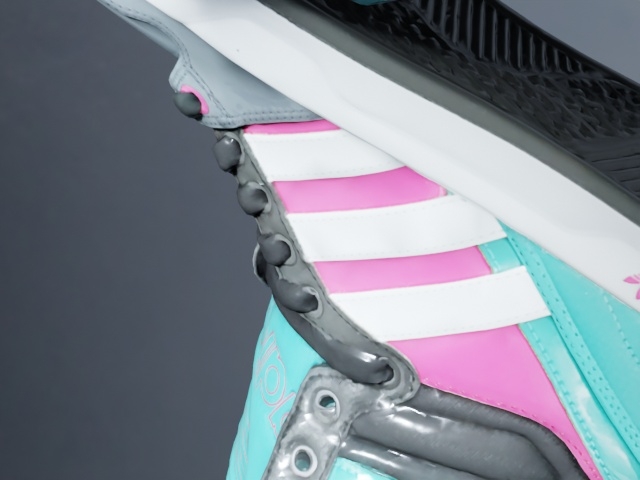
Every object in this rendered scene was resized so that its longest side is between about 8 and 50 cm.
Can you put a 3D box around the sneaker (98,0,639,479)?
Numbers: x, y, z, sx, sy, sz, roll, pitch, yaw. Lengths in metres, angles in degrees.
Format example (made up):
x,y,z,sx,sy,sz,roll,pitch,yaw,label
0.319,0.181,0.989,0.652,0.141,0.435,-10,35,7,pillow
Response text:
x,y,z,sx,sy,sz,roll,pitch,yaw,label
0.000,0.000,0.517,0.178,0.295,0.124,-56,-2,30,sneaker

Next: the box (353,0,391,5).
x,y,z,sx,sy,sz,roll,pitch,yaw,label
-0.045,-0.129,0.317,0.060,0.244,0.100,-5,75,43,box
